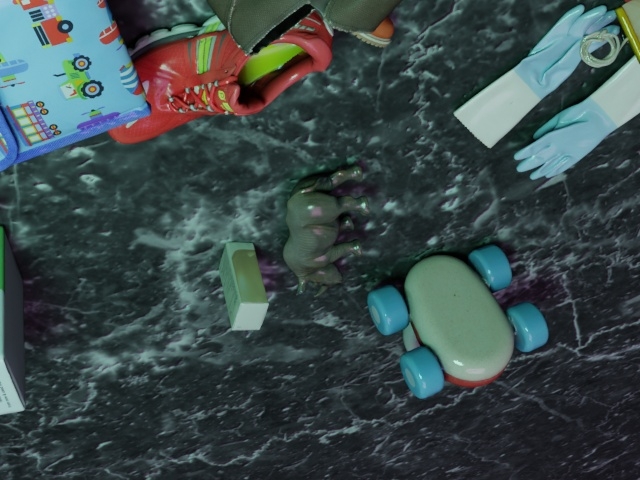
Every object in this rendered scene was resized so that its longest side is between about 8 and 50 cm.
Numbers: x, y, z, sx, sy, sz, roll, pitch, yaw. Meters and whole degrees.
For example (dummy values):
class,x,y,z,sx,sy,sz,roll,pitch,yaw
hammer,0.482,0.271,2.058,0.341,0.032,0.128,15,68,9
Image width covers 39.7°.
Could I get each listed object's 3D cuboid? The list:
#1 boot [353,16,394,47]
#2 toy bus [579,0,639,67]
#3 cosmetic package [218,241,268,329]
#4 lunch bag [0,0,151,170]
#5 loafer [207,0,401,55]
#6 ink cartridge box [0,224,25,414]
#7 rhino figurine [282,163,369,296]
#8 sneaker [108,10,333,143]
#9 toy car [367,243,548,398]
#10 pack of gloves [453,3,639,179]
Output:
class,x,y,z,sx,sy,sz,roll,pitch,yaw
boot,0.044,-0.273,0.951,0.084,0.059,0.158,-40,134,17
toy bus,0.425,-0.273,1.053,0.202,0.104,0.191,19,102,4
cosmetic package,-0.107,0.062,1.226,0.041,0.115,0.060,2,137,-22
lunch bag,-0.340,-0.174,0.818,0.293,0.138,0.221,-26,140,-9
loafer,0.048,-0.260,0.811,0.366,0.134,0.130,-9,106,37
ink cartridge box,-0.515,0.113,1.064,0.289,0.211,0.121,-8,141,-10
rhino figurine,0.000,0.000,1.230,0.106,0.073,0.243,-11,141,-14
sneaker,-0.116,-0.174,0.953,0.279,0.118,0.107,-26,139,9
toy car,0.201,0.157,1.400,0.219,0.210,0.238,-21,154,-14
pack of gloves,0.316,-0.195,1.163,0.232,0.046,0.195,-41,124,21
